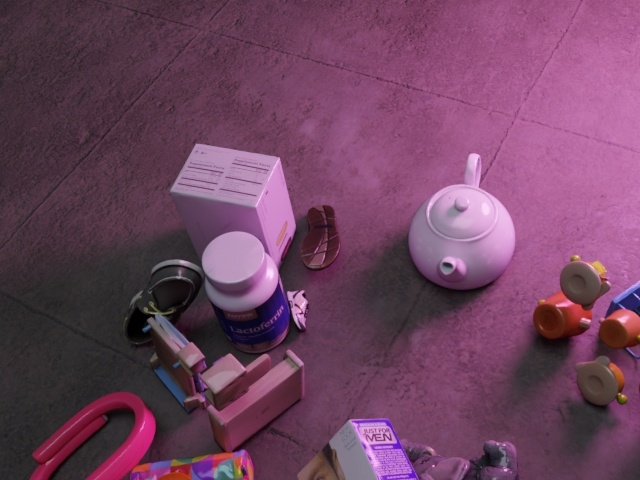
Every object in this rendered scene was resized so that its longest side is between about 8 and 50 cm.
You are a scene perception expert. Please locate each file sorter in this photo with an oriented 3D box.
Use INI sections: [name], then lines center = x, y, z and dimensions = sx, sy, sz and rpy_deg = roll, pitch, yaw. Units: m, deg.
[file sorter]
center = 0.667, 0.138, 1.549
dimensions = 0.170, 0.118, 0.104
rpy_deg = -31, 58, -14

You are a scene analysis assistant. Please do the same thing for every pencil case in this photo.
[pencil case]
center = -0.238, 0.458, 1.469
dimensions = 0.236, 0.104, 0.104
rpy_deg = -9, 53, 4

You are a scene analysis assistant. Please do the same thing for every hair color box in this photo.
[hair color box]
center = 0.101, 0.496, 1.321
dimensions = 0.110, 0.185, 0.339
rpy_deg = 11, 39, -38

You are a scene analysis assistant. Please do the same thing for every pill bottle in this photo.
[pill bottle]
center = -0.154, 0.108, 1.610
dimensions = 0.153, 0.265, 0.153
rpy_deg = -5, 53, 6

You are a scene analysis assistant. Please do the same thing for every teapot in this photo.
[teapot]
center = 0.308, -0.034, 1.692
dimensions = 0.252, 0.187, 0.256
rpy_deg = -26, 53, -11

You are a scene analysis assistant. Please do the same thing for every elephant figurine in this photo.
[elephant figurine]
center = 0.232, 0.441, 1.383
dimensions = 0.239, 0.186, 0.170
rpy_deg = -6, 79, 13

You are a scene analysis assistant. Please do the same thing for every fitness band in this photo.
[fitness band]
center = -0.452, 0.420, 1.513
dimensions = 0.291, 0.054, 0.209
rpy_deg = -43, 37, -21

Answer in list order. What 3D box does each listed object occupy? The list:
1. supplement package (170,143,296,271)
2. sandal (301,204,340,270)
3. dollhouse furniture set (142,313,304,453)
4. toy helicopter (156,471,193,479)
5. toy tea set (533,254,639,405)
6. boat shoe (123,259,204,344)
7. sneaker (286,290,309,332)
[supplement package]
center = -0.186, -0.065, 1.745
dimensions = 0.204, 0.262, 0.145
rpy_deg = 11, 57, 16
[sandal]
center = 0.000, 0.000, 1.802
dimensions = 0.089, 0.060, 0.219
rpy_deg = -3, 39, 0
[dollhouse furniture set]
center = -0.205, 0.211, 1.537
dimensions = 0.198, 0.286, 0.303
rpy_deg = -34, 59, -25
[toy helicopter]
center = -0.152, 0.551, 1.302
dimensions = 0.354, 0.140, 0.235
rpy_deg = 14, 53, 0
[toy tea set]
center = 0.563, 0.194, 1.505
dimensions = 0.124, 0.200, 0.336
rpy_deg = -11, 61, -40
[boat shoe]
center = -0.331, 0.133, 1.626
dimensions = 0.109, 0.305, 0.091
rpy_deg = 26, 54, -19
[sneaker]
center = -0.044, 0.151, 1.701
dimensions = 0.043, 0.040, 0.109
rpy_deg = -13, 53, -3
